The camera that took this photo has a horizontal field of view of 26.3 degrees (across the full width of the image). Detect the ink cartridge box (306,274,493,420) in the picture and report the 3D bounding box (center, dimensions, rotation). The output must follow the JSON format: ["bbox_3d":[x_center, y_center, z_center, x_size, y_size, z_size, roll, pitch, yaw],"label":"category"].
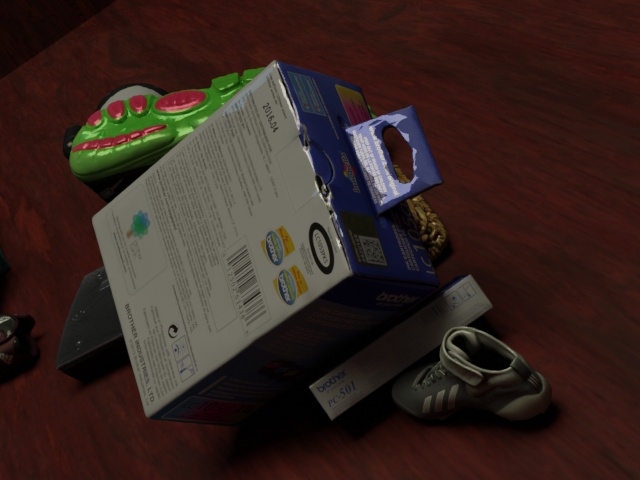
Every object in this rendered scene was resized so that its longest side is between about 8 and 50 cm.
[{"bbox_3d":[0.082,0.112,1.464,0.207,0.046,0.097,-34,-1,-4],"label":"ink cartridge box"}]

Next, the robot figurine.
[{"bbox_3d":[-0.314,-0.172,2.363,0.209,0.173,0.278,-36,23,12],"label":"robot figurine"}]

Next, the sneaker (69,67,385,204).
[{"bbox_3d":[-0.130,-0.127,2.050,0.482,0.202,0.185,-3,49,19],"label":"sneaker"}]

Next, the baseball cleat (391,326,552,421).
[{"bbox_3d":[0.132,0.125,1.341,0.206,0.109,0.072,-7,39,48],"label":"baseball cleat"}]

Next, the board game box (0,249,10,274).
[{"bbox_3d":[-0.739,0.022,2.550,0.253,0.079,0.336,-35,37,-6],"label":"board game box"}]

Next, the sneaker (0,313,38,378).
[{"bbox_3d":[-0.519,0.189,2.024,0.162,0.106,0.281,-12,30,32],"label":"sneaker"}]

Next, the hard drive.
[{"bbox_3d":[-0.285,0.096,1.970,0.172,0.054,0.255,-27,25,14],"label":"hard drive"}]

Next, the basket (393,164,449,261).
[{"bbox_3d":[0.000,0.000,1.761,0.213,0.223,0.299,-63,20,14],"label":"basket"}]

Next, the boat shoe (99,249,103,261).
[{"bbox_3d":[-0.325,0.014,2.180,0.056,0.049,0.152,-36,24,-6],"label":"boat shoe"}]

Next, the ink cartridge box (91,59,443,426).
[{"bbox_3d":[-0.049,-0.003,1.481,0.395,0.151,0.270,-37,60,34],"label":"ink cartridge box"}]
